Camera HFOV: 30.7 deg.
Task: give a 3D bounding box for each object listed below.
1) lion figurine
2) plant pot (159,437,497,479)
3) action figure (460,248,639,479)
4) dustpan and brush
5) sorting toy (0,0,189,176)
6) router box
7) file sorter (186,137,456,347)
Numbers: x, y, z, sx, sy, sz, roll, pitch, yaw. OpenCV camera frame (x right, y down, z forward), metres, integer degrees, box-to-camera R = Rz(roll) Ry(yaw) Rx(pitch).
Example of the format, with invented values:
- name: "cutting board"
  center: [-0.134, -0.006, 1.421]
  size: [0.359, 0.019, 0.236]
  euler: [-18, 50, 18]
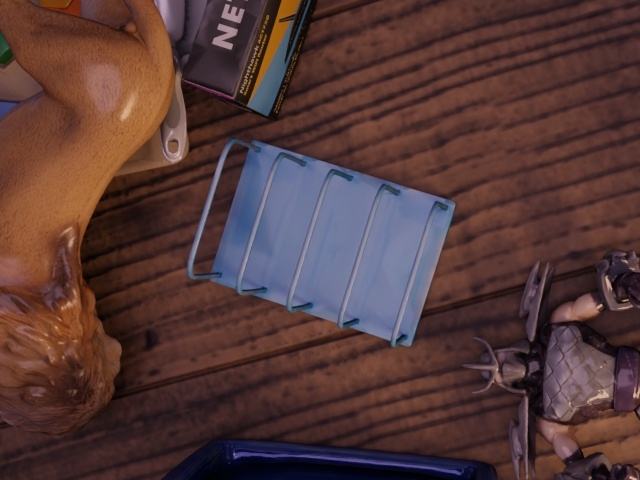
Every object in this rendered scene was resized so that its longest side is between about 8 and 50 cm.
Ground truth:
- name: "lion figurine"
  center: [-0.197, -0.055, 0.844]
  size: [0.240, 0.142, 0.392]
  euler: [38, 119, 19]
- name: "plant pot"
  center: [-0.001, 0.273, 0.811]
  size: [0.236, 0.236, 0.212]
  euler: [3, 96, 10]
- name: "action figure"
  center: [0.242, 0.101, 0.833]
  size: [0.285, 0.099, 0.185]
  euler: [6, 95, 14]
- name: "dustpan and brush"
  center: [-0.117, -0.164, 0.900]
  size: [0.147, 0.060, 0.211]
  euler: [-1, 91, -11]
- name: "sorting toy"
  center: [-0.223, -0.139, 0.950]
  size: [0.208, 0.038, 0.193]
  euler: [-10, 87, 10]
- name: "router box"
  center: [-0.038, -0.186, 0.868]
  size: [0.046, 0.133, 0.179]
  euler: [19, 93, 11]
- name: "file sorter"
  center: [0.000, 0.000, 0.874]
  size: [0.170, 0.104, 0.118]
  euler: [18, 92, 11]
